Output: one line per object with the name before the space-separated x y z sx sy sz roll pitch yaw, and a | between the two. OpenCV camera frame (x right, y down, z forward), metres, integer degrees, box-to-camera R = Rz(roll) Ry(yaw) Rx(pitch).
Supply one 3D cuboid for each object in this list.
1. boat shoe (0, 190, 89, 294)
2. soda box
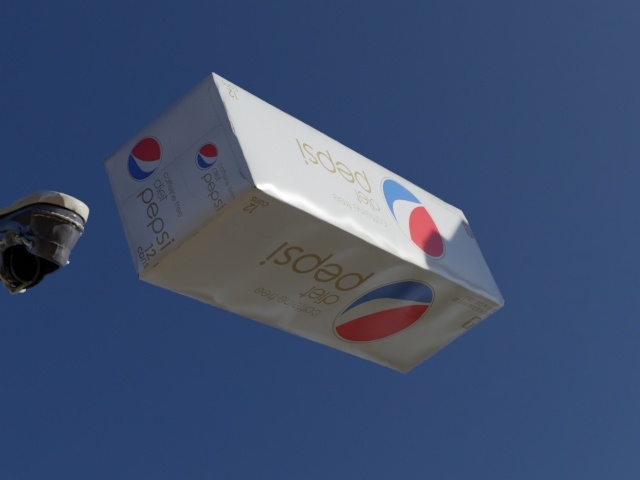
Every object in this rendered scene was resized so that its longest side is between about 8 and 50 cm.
boat shoe | -0.281 0.013 1.222 0.075 0.065 0.206 25 -29 -30
soda box | 0.000 0.000 0.656 0.074 0.069 0.216 -36 -34 22
